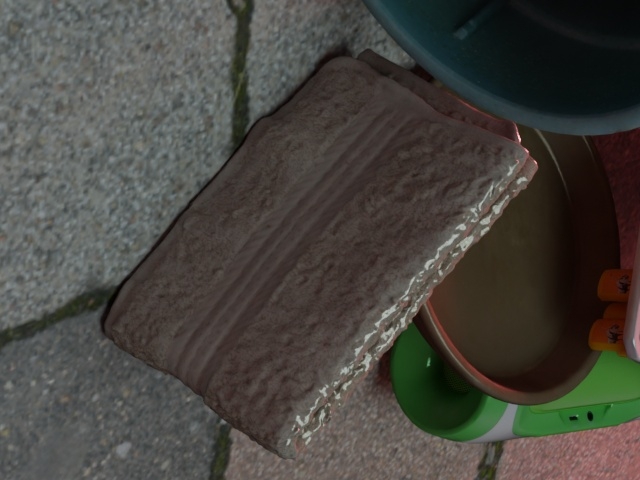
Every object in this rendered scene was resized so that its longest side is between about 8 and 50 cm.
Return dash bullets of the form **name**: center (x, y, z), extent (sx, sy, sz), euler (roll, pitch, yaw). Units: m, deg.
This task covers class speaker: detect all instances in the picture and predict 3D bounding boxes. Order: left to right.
- **speaker**: center (0.196, 0.104, 1.620), extent (0.297, 0.131, 0.131), euler (0, 114, -47)

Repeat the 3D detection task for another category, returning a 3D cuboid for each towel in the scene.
- **towel**: center (0.000, 0.000, 1.290), extent (0.282, 0.187, 0.049), euler (-50, 145, -12)

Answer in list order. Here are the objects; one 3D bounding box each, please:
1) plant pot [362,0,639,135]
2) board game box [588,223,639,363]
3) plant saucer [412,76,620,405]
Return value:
- **plant pot**: center (0.218, -0.299, 1.246), extent (0.334, 0.341, 0.341), euler (-39, 138, -35)
- **board game box**: center (0.363, -0.048, 1.649), extent (0.390, 0.050, 0.389), euler (25, 71, -52)
- **plant saucer**: center (0.140, -0.008, 1.462), extent (0.278, 0.041, 0.277), euler (12, 73, -44)
